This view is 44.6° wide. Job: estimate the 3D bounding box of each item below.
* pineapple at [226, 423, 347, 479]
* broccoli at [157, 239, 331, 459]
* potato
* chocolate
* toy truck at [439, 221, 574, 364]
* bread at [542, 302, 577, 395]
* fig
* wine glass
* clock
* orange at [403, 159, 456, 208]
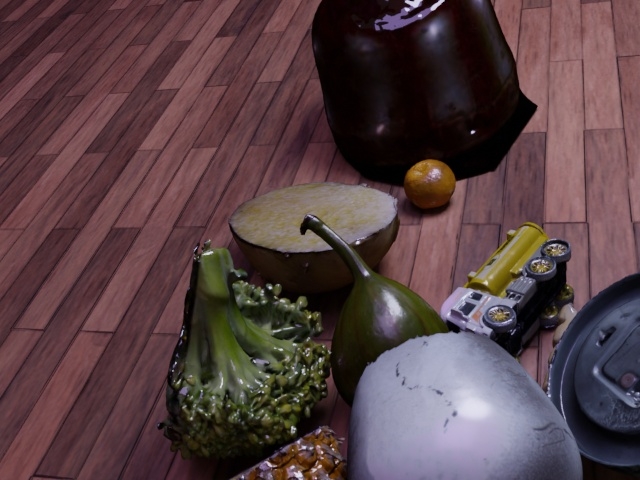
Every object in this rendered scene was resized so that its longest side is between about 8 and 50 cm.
[{"bbox_3d":[-0.029,0.292,0.824,0.176,0.161,0.137,-25,77,-18],"label":"pineapple"},{"bbox_3d":[-0.074,0.139,0.926,0.180,0.273,0.242,14,26,6],"label":"broccoli"},{"bbox_3d":[0.000,0.000,1.167,0.239,0.116,0.299,-28,29,-25],"label":"potato"},{"bbox_3d":[0.167,-0.335,1.352,0.384,0.331,0.383,-8,37,6],"label":"chocolate"},{"bbox_3d":[0.244,0.073,1.012,0.114,0.098,0.227,17,46,39],"label":"toy truck"},{"bbox_3d":[0.324,0.143,0.902,0.119,0.084,0.177,8,53,31],"label":"bread"},{"bbox_3d":[0.066,0.081,0.950,0.151,0.151,0.259,-18,77,-4],"label":"fig"},{"bbox_3d":[0.148,0.254,0.722,0.238,0.238,0.323,-14,47,1],"label":"wine glass"},{"bbox_3d":[0.324,0.128,0.769,0.215,0.042,0.215,-41,29,29],"label":"clock"},{"bbox_3d":[0.176,-0.090,1.251,0.083,0.070,0.083,-22,36,17],"label":"orange"}]
